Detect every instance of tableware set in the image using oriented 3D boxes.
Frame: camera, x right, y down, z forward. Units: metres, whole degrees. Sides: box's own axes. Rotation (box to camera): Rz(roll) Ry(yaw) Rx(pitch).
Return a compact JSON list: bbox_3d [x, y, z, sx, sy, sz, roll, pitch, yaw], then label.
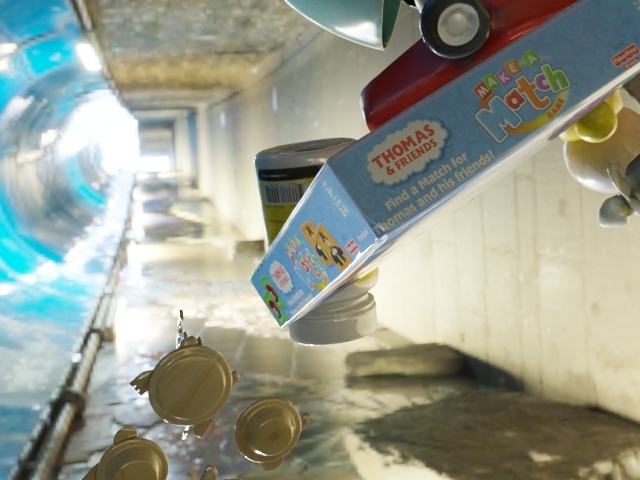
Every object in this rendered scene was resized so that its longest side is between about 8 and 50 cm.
[{"bbox_3d":[-0.145,0.160,1.174,0.194,0.039,0.128,118,148,-71],"label":"tableware set"},{"bbox_3d":[-0.089,0.162,0.769,0.141,0.169,0.020,-54,27,-1],"label":"tableware set"}]

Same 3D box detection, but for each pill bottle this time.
[{"bbox_3d":[0.000,0.000,1.081,0.119,0.119,0.208,-131,33,-75],"label":"pill bottle"}]

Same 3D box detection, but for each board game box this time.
[{"bbox_3d":[0.054,-0.031,0.461,0.039,0.160,0.211,55,163,4],"label":"board game box"}]

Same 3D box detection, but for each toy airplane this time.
[{"bbox_3d":[0.277,-0.172,0.919,0.384,0.386,0.272,12,135,38],"label":"toy airplane"}]

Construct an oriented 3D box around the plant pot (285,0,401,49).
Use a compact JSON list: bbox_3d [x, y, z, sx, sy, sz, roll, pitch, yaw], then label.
[{"bbox_3d":[0.018,-0.420,1.361,0.290,0.196,0.290,11,-90,-82],"label":"plant pot"}]
